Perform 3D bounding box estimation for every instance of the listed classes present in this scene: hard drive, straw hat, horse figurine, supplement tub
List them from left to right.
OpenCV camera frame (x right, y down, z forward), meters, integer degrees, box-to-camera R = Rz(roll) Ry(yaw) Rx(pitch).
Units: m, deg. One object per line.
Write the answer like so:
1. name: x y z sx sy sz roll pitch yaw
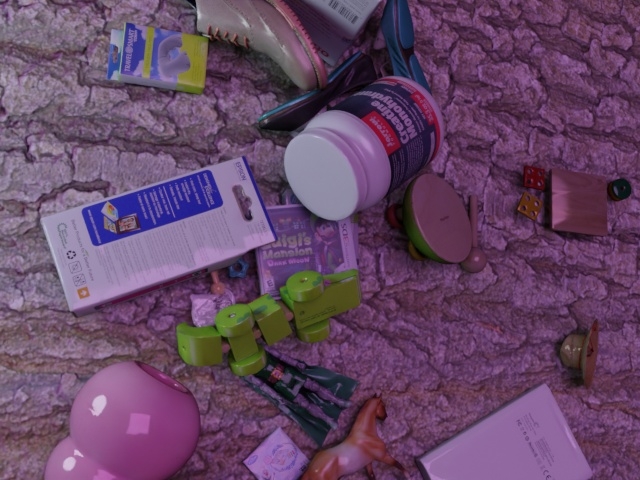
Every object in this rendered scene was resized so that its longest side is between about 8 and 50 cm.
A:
1. horse figurine: 0.049 0.413 1.444 0.263 0.066 0.174 -29 98 -23
2. supplement tub: 0.084 -0.171 1.487 0.272 0.191 0.191 -38 91 -38
3. hard drive: 0.355 0.435 1.549 0.308 0.040 0.203 -25 86 -20
4. straw hat: 0.517 0.223 1.631 0.061 0.144 0.144 7 72 27

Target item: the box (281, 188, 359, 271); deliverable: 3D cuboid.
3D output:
1. box: 0.000 0.000 1.538 0.145 0.038 0.186 3 76 -17

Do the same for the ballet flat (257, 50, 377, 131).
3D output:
1. ballet flat: 0.010 -0.267 1.573 0.280 0.095 0.096 -37 102 -21

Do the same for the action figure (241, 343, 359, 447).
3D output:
1. action figure: -0.058 0.254 1.455 0.232 0.063 0.137 32 74 -4

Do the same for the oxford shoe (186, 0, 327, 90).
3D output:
1. oxford shoe: -0.147 -0.404 1.525 0.146 0.140 0.397 -40 74 -13

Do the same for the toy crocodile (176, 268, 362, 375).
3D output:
1. toy crocodile: -0.082 0.132 1.407 0.341 0.105 0.115 -24 122 -15

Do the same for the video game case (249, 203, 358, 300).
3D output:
1. video game case: -0.028 0.017 1.489 0.190 0.022 0.173 -6 82 -19

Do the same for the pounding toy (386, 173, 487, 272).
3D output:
1. pounding toy: 0.215 -0.022 1.589 0.237 0.110 0.183 16 59 -43

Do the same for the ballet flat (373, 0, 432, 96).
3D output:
1. ballet flat: 0.151 -0.372 1.617 0.083 0.087 0.247 -39 116 -58

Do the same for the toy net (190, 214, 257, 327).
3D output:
1. toy net: -0.158 0.066 1.474 0.122 0.045 0.232 27 74 -13

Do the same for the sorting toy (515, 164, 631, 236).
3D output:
1. sorting toy: 0.526 -0.077 1.710 0.275 0.046 0.132 7 76 -16

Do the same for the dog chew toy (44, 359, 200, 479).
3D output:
1. dog chew toy: -0.334 0.360 1.278 0.207 0.206 0.331 31 84 -8

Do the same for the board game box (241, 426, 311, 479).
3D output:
1. board game box: -0.077 0.394 1.437 0.090 0.020 0.090 -41 93 -20

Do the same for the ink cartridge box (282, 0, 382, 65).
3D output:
1. ink cartridge box: 0.036 -0.508 1.536 0.198 0.270 0.197 36 69 -7

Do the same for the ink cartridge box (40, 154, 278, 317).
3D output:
1. ink cartridge box: -0.276 -0.011 1.412 0.371 0.069 0.175 -20 76 -12

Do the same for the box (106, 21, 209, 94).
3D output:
1. box: -0.304 -0.342 1.518 0.178 0.042 0.109 6 76 -16
